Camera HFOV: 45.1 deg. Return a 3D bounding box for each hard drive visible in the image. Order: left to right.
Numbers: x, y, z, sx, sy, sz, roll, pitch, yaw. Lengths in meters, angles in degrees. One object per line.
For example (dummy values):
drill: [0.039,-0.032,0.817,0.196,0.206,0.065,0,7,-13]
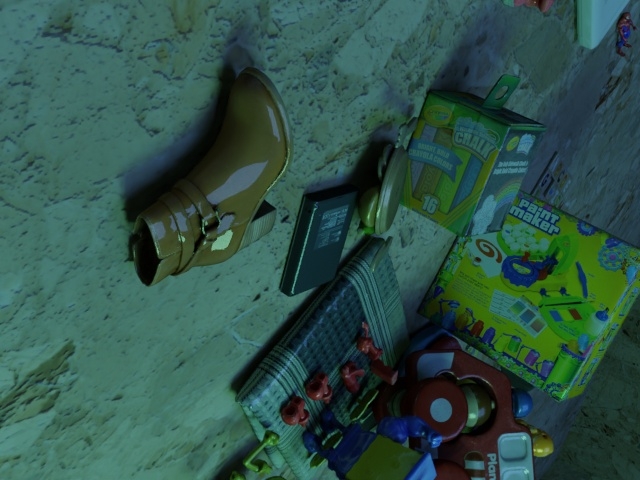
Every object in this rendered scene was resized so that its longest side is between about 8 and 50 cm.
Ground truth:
hard drive: [0.000,0.000,0.965,0.094,0.022,0.135,-19,132,-50]
hard drive: [0.476,-0.481,1.232,0.203,0.040,0.307,-53,150,-11]

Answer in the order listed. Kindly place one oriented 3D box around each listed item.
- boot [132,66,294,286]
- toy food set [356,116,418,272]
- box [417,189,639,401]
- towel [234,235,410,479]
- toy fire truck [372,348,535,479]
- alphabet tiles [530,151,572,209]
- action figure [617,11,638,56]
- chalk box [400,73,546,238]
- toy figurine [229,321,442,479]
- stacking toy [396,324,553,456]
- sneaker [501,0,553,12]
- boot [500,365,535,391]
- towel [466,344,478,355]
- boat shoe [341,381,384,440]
boot: [-0.104,-0.052,0.710,0.152,0.073,0.197,-27,136,-37]
toy food set: [0.081,-0.067,1.001,0.132,0.038,0.192,-45,148,-66]
box: [0.380,0.082,1.354,0.177,0.290,0.279,11,108,-59]
towel: [0.016,0.185,1.151,0.312,0.056,0.324,-50,148,-22]
toy fire truck: [0.233,0.330,1.260,0.253,0.169,0.302,2,79,-19]
alphabet tiles: [0.477,-0.066,1.655,0.198,0.009,0.237,-60,151,1]
action figure: [0.597,-0.406,1.504,0.038,0.030,0.115,-50,148,-6]
chalk box: [0.210,-0.129,1.061,0.132,0.132,0.213,-8,123,-53]
toy figurine: [0.053,0.317,1.040,0.362,0.217,0.191,-45,146,-29]
stacking toy: [0.284,0.297,1.394,0.175,0.301,0.166,-20,133,-49]
sneaker: [0.254,-0.354,0.934,0.313,0.116,0.136,-3,121,-56]
boot: [0.666,0.162,2.015,0.445,0.146,0.367,-23,143,-43]
towel: [0.354,0.230,1.741,0.060,0.009,0.083,-58,151,-3]
boat shoe: [0.059,0.308,1.329,0.206,0.075,0.065,-21,90,-39]
